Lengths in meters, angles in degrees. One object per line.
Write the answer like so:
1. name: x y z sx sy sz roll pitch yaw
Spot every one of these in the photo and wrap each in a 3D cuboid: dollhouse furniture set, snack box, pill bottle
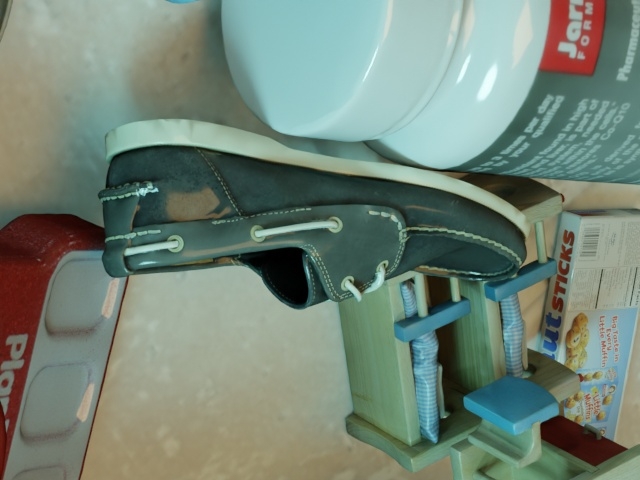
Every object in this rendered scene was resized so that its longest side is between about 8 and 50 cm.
1. dollhouse furniture set: 0.111 0.059 1.074 0.129 0.183 0.129 -23 118 -28
2. snack box: 0.163 0.068 1.220 0.064 0.022 0.178 -3 108 -36
3. pill bottle: 0.103 -0.113 1.022 0.283 0.161 0.161 2 105 -37

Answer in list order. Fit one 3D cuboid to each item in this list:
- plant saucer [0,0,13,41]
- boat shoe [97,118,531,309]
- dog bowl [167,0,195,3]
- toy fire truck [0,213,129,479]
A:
1. plant saucer: -0.216 -0.118 0.873 0.168 0.029 0.168 -13 113 -33
2. boat shoe: 0.000 0.000 0.984 0.233 0.084 0.079 10 70 -27
3. dog bowl: 0.002 -0.244 0.909 0.074 0.166 0.297 44 79 -26
4. toy fire truck: -0.197 0.138 0.908 0.254 0.169 0.302 -1 106 -57
